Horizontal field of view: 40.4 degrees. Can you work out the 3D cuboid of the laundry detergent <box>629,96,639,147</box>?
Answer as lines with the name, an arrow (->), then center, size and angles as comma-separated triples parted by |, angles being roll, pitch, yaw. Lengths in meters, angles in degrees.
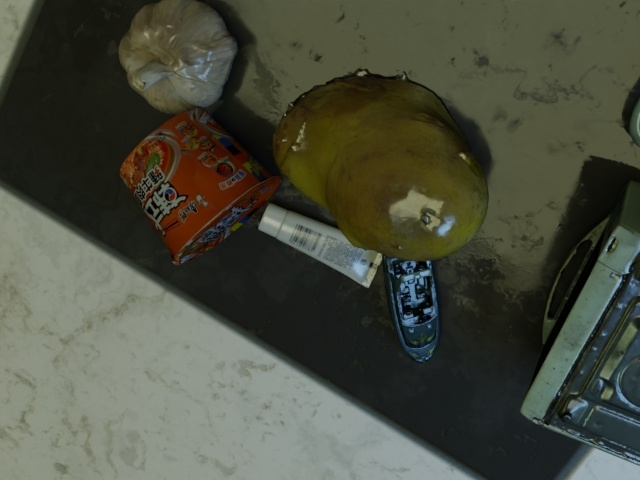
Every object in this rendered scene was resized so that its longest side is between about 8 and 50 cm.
laundry detergent -> 0.623, -0.199, 1.412 | 0.215, 0.105, 0.280 | 23, 112, 3

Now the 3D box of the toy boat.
toy boat -> 0.174, 0.120, 1.611 | 0.093, 0.103, 0.245 | -13, 110, -9

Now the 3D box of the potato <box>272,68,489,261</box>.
potato -> 0.094, -0.120, 1.456 | 0.397, 0.296, 0.289 | 31, 109, 0

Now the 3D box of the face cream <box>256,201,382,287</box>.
face cream -> 0.000, 0.000, 1.637 | 0.244, 0.058, 0.092 | 25, 104, -2

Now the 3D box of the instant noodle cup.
instant noodle cup -> -0.225, -0.103, 1.565 | 0.250, 0.250, 0.192 | -42, 85, 20

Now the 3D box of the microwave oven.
microwave oven -> 0.547, 0.154, 1.426 | 0.333, 0.247, 0.394 | 22, 120, 7

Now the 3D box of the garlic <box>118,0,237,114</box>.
garlic -> -0.262, -0.313, 1.516 | 0.219, 0.212, 0.218 | 5, 114, 12
